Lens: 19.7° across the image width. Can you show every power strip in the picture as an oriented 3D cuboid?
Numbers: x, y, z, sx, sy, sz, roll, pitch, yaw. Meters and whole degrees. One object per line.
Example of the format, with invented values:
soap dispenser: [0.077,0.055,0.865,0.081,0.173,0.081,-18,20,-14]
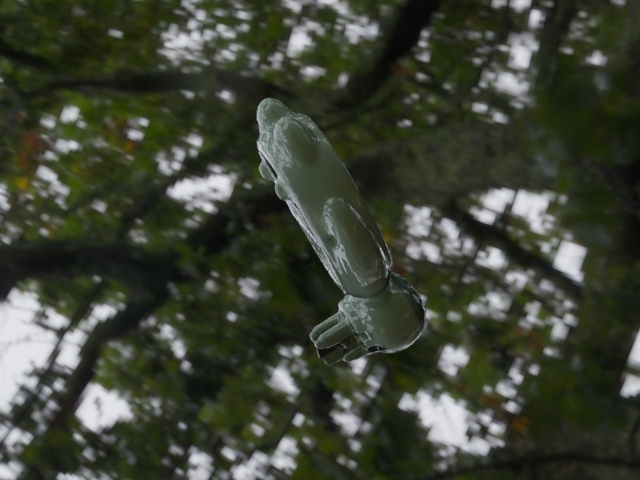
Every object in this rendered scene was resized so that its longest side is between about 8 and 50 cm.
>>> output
power strip: [0.000,0.000,0.531,0.035,0.055,0.083,-31,-66,-4]
